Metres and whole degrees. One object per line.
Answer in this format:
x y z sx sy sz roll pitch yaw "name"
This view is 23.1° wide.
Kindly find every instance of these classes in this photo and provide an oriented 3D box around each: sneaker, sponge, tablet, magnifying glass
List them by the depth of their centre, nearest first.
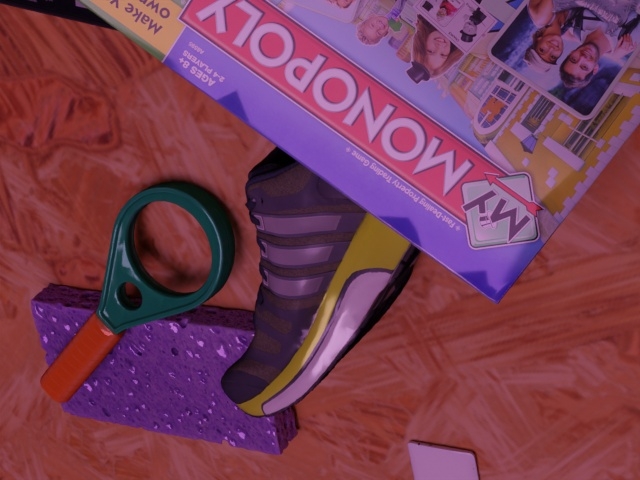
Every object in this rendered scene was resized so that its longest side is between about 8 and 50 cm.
0.000 0.000 1.035 0.121 0.111 0.300 39 127 8 "sneaker"
-0.143 0.045 1.166 0.092 0.026 0.231 46 121 6 "magnifying glass"
0.095 0.187 1.177 0.054 0.006 0.083 7 126 27 "tablet"
-0.124 0.099 1.222 0.210 0.031 0.117 7 126 27 "sponge"

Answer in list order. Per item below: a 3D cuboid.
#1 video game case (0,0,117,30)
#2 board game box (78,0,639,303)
-0.177 -0.257 0.978 0.275 0.035 0.248 15 130 21 "video game case"
0.035 -0.141 0.868 0.317 0.046 0.213 35 107 -1 "board game box"
